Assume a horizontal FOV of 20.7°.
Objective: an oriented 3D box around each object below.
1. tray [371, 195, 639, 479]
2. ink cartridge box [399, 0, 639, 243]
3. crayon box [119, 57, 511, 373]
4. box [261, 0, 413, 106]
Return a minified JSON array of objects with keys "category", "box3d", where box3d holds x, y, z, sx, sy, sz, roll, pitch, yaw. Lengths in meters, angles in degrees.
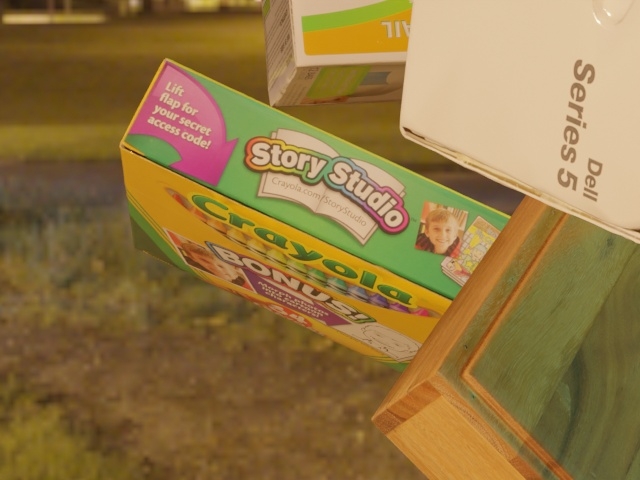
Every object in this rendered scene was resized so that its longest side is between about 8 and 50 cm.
[{"category":"tray","box3d":[0.206,0.064,1.222,0.076,0.203,0.411,-42,5,41]},{"category":"ink cartridge box","box3d":[0.163,-0.139,0.613,0.114,0.198,0.273,27,34,37]},{"category":"crayon box","box3d":[0.000,0.000,1.629,0.363,0.106,0.313,25,-15,4]},{"category":"box","box3d":[0.071,-0.152,1.135,0.203,0.103,0.114,-3,-9,-11]}]
